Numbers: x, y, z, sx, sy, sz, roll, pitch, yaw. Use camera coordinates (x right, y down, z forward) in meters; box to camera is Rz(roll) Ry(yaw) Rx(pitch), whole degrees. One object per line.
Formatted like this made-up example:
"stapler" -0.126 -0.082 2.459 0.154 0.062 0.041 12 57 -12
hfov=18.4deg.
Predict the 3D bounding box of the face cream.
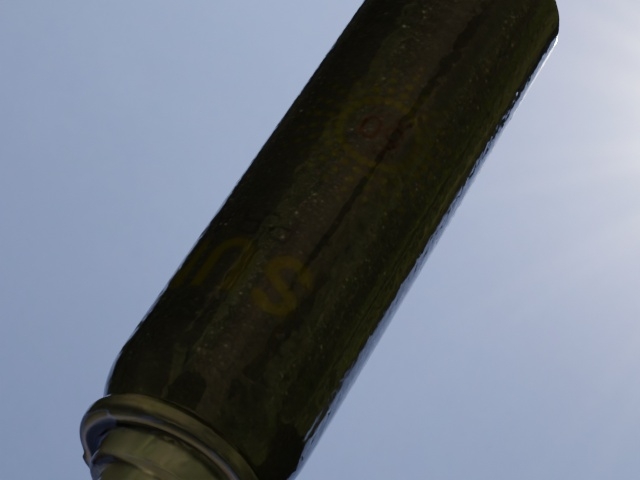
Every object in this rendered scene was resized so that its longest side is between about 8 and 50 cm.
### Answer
"face cream" 0.000 0.000 0.697 0.073 0.073 0.283 25 -125 10
